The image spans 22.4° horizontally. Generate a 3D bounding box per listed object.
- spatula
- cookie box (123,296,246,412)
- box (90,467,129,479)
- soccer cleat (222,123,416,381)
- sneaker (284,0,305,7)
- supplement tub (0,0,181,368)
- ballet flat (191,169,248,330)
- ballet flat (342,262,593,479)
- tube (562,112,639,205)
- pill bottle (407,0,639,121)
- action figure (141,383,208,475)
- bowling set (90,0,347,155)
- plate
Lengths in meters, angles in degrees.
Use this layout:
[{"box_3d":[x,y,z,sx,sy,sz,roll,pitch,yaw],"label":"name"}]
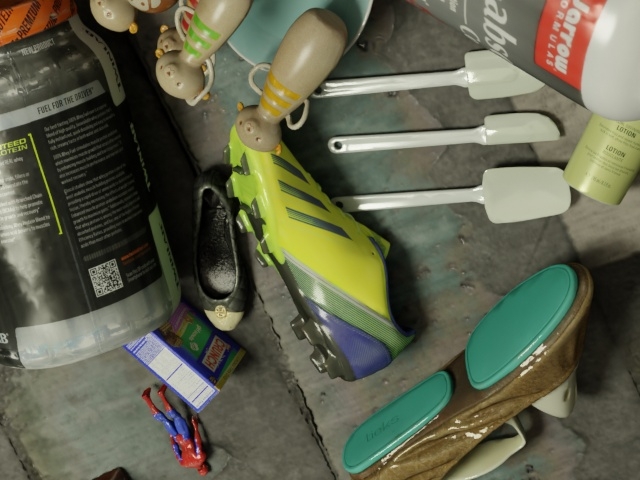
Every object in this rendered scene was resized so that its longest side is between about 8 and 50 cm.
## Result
[{"box_3d":[0.113,-0.094,1.553,0.242,0.019,0.168,-5,110,15],"label":"spatula"},{"box_3d":[-0.139,0.111,1.651,0.107,0.092,0.040,42,117,-4],"label":"cookie box"},{"box_3d":[-0.186,0.459,1.741,0.143,0.191,0.381,-33,98,22],"label":"box"},{"box_3d":[0.000,0.000,1.588,0.121,0.093,0.289,-29,104,-13],"label":"soccer cleat"},{"box_3d":[-0.006,-0.264,1.512,0.098,0.038,0.069,-29,96,17],"label":"sneaker"},{"box_3d":[-0.273,-0.064,1.556,0.207,0.207,0.338,-9,108,17],"label":"supplement tub"},{"box_3d":[-0.108,0.013,1.629,0.058,0.049,0.173,-1,110,13],"label":"ballet flat"},{"box_3d":[0.171,0.157,1.593,0.124,0.116,0.342,35,116,-23],"label":"ballet flat"},{"box_3d":[0.300,-0.148,1.468,0.070,0.062,0.240,11,115,-37],"label":"tube"},{"box_3d":[0.223,-0.226,1.311,0.363,0.210,0.210,35,116,25],"label":"pill bottle"},{"box_3d":[-0.149,0.204,1.723,0.038,0.030,0.115,-18,110,25],"label":"action figure"},{"box_3d":[-0.139,-0.208,1.444,0.287,0.200,0.154,48,121,20],"label":"bowling set"},{"box_3d":[-0.025,-0.246,1.491,0.188,0.024,0.188,6,101,30],"label":"plate"}]
